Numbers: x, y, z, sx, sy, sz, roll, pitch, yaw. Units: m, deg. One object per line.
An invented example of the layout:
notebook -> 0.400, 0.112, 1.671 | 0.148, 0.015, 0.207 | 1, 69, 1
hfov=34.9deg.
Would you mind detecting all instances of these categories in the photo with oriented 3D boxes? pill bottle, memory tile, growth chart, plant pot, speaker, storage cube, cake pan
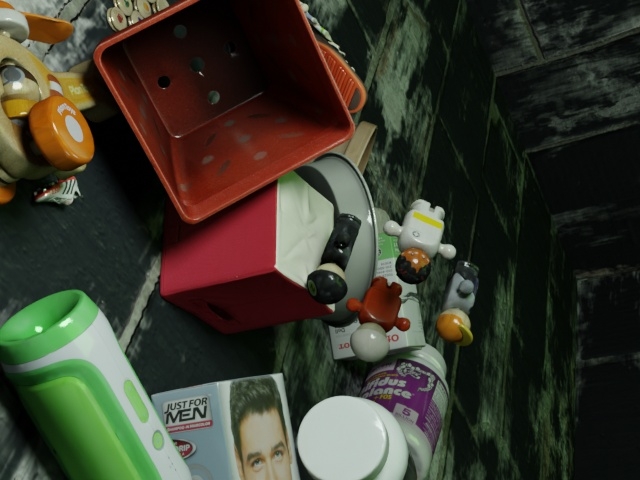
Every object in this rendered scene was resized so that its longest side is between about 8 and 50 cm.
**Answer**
pill bottle -> 0.150, 0.320, 1.918 | 0.169, 0.169, 0.301 | 67, 26, -21
memory tile -> -0.272, -0.341, 1.539 | 0.113, 0.012, 0.148 | 53, 33, -41
pill bottle -> 0.055, 0.347, 1.593 | 0.318, 0.176, 0.176 | 68, 19, -64
growth chart -> -0.018, -0.402, 1.976 | 0.172, 0.021, 0.237 | 38, -8, 42
plant pot -> -0.151, -0.225, 1.422 | 0.267, 0.267, 0.236 | 64, -8, -25
speaker -> -0.252, 0.208, 1.167 | 0.296, 0.131, 0.131 | 66, 27, -22
storage cube -> -0.103, 0.009, 1.508 | 0.184, 0.193, 0.215 | 41, 44, -52
plant pot -> 0.012, -0.117, 1.859 | 0.237, 0.110, 0.237 | 21, 90, -86
cake pan -> 0.000, 0.000, 1.682 | 0.054, 0.293, 0.293 | -3, 78, -28

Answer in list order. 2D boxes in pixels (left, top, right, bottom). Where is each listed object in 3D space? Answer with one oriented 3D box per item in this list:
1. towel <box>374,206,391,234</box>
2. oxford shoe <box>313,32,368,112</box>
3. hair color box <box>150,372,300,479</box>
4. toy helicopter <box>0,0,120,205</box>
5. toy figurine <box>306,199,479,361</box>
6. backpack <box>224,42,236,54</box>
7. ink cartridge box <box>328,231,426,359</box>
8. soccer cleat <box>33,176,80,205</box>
towel -> 0.111, 0.055, 2.113 | 0.187, 0.049, 0.282 | 18, 62, -63
oxford shoe -> 0.009, -0.325, 1.861 | 0.098, 0.097, 0.271 | -10, 46, -44
hair color box -> -0.110, 0.380, 1.403 | 0.185, 0.114, 0.374 | 6, 72, -64
toy helicopter -> -0.339, -0.187, 1.230 | 0.235, 0.140, 0.355 | 64, 15, -6
toy figurine -> 0.108, 0.064, 1.451 | 0.213, 0.210, 0.148 | 58, 36, -34
backpack -> -0.095, -0.331, 1.789 | 0.152, 0.115, 0.182 | -29, 107, -67
ink cartridge box -> 0.095, 0.108, 1.918 | 0.092, 0.160, 0.219 | 11, 68, -62
soccer cleat -> -0.325, -0.057, 1.265 | 0.035, 0.029, 0.083 | 67, 22, -12
